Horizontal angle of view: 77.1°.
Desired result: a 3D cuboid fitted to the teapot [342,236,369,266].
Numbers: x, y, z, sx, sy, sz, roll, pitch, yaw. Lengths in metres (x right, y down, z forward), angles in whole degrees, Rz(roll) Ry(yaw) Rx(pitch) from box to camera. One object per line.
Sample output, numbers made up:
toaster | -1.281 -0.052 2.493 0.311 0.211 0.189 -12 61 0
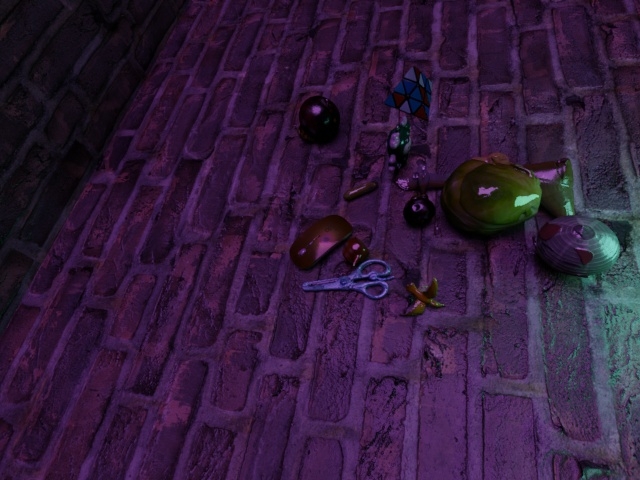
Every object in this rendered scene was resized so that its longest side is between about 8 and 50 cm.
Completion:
teapot | 0.140 0.051 1.725 0.116 0.116 0.173 -20 31 2

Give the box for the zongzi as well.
zongzi | 0.896 -0.175 1.668 0.274 0.145 0.299 -3 80 27

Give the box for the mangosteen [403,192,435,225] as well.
mangosteen | 0.426 -0.141 1.744 0.137 0.137 0.151 -7 67 10

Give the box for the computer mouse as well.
computer mouse | 0.000 0.000 1.804 0.310 0.071 0.158 -39 57 -9

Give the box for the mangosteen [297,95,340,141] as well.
mangosteen | -0.022 -0.627 2.118 0.265 0.228 0.228 -44 48 37

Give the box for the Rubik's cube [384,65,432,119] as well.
Rubik's cube | 0.485 -0.770 2.046 0.285 0.234 0.249 -18 58 2

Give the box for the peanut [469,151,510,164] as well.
peanut | 0.756 -0.350 1.814 0.193 0.089 0.089 -12 58 7

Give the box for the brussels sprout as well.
brussels sprout | 0.675 -0.167 1.621 0.372 0.275 0.314 15 49 27

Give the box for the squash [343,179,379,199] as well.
squash | 0.193 -0.239 1.912 0.184 0.052 0.052 -22 57 -3

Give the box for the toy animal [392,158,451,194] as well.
toy animal | 0.450 -0.257 1.813 0.273 0.160 0.197 -1 61 22

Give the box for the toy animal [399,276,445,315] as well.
toy animal | 0.416 0.213 1.565 0.155 0.219 0.095 12 36 -20

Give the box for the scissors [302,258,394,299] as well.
scissors | 0.112 0.172 1.695 0.393 0.032 0.180 -7 58 10

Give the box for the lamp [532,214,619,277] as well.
lamp | 0.933 0.014 1.470 0.233 0.233 0.265 -44 55 -13

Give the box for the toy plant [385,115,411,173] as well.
toy plant | 0.364 -0.442 1.871 0.113 0.243 0.232 12 37 20
